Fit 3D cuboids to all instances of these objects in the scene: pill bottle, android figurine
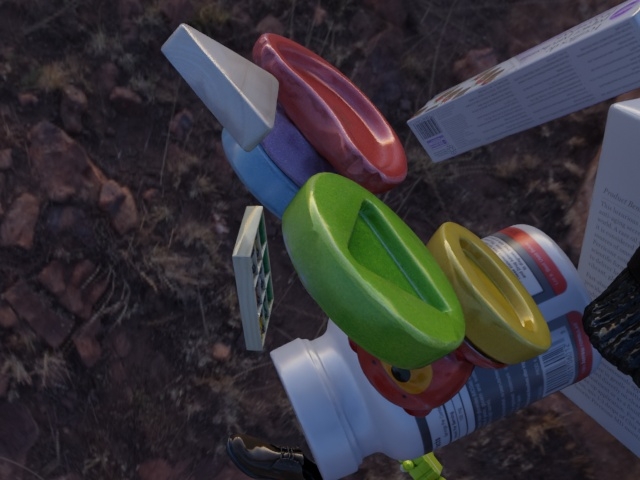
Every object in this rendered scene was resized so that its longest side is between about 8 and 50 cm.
[{"bbox_3d":[0.136,0.140,0.962,0.363,0.210,0.210,-23,75,-7],"label":"pill bottle"},{"bbox_3d":[0.171,0.411,1.567,0.056,0.273,0.248,-39,76,3],"label":"android figurine"}]

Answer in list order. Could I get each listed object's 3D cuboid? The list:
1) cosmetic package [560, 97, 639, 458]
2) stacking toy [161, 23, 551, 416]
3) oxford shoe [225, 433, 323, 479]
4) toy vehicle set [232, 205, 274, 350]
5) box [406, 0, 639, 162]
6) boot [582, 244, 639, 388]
[{"bbox_3d":[0.471,0.058,1.016,0.161,0.453,0.230,-15,34,-24],"label":"cosmetic package"},{"bbox_3d":[0.000,0.000,0.564,0.309,0.130,0.279,54,23,17],"label":"stacking toy"},{"bbox_3d":[-0.083,0.423,1.523,0.227,0.096,0.083,33,34,-28],"label":"oxford shoe"},{"bbox_3d":[-0.138,0.081,1.642,0.035,0.267,0.166,2,40,6],"label":"toy vehicle set"},{"bbox_3d":[0.214,-0.155,0.795,0.063,0.324,0.067,-44,103,-28],"label":"box"},{"bbox_3d":[0.389,0.058,0.679,0.131,0.348,0.260,26,106,-13],"label":"boot"}]
